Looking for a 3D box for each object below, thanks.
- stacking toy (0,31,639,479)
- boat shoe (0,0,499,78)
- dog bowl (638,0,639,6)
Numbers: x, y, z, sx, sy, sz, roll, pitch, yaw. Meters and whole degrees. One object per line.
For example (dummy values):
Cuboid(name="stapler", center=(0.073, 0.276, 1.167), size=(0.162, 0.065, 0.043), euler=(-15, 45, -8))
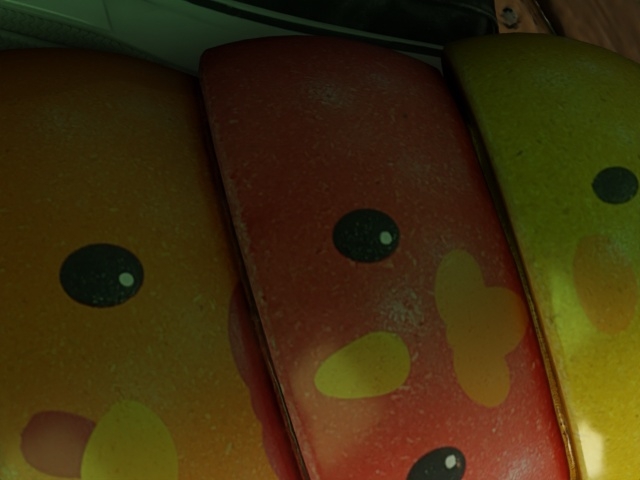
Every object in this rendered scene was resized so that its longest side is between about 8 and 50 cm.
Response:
Cuboid(name="stacking toy", center=(0.062, 0.015, 0.745), size=(0.479, 0.350, 0.351), euler=(-19, 111, 2))
Cuboid(name="boat shoe", center=(-0.066, -0.109, 0.881), size=(0.335, 0.119, 0.121), euler=(10, 149, -16))
Cuboid(name="dog bowl", center=(0.279, -0.145, 0.777), size=(0.264, 0.104, 0.265), euler=(12, 130, 15))
